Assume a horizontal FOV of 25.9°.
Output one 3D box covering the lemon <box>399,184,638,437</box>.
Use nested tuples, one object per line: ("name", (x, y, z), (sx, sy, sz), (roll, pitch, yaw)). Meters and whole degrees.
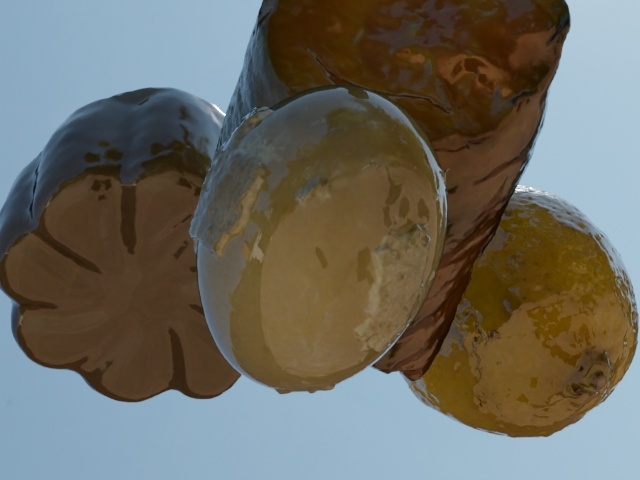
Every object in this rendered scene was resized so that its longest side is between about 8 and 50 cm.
("lemon", (0.190, 0.073, 1.403), (0.253, 0.310, 0.253), (-15, -56, -23))

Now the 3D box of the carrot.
("carrot", (0.040, -0.067, 1.103), (0.241, 0.241, 0.341), (-14, -35, -28))

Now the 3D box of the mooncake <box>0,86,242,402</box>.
("mooncake", (-0.205, 0.022, 1.674), (0.378, 0.201, 0.378), (-1, -61, -2))

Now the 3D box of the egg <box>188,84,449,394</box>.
("egg", (-0.003, -0.001, 0.888), (0.164, 0.164, 0.201), (11, -80, -44))
